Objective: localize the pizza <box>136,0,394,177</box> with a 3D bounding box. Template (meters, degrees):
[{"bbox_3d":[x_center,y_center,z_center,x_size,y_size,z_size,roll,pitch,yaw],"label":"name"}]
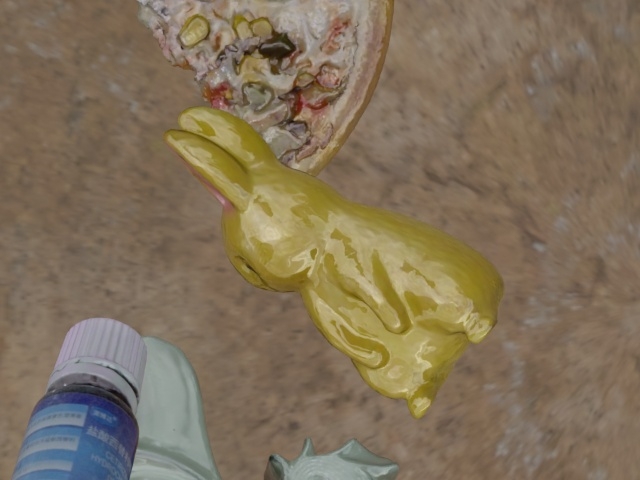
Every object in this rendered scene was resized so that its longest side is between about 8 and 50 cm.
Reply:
[{"bbox_3d":[-0.051,-0.144,1.230,0.195,0.052,0.185,23,93,7],"label":"pizza"}]

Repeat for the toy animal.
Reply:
[{"bbox_3d":[0.000,0.000,0.715,0.159,0.083,0.070,33,114,-3],"label":"toy animal"}]

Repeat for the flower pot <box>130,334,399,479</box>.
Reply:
[{"bbox_3d":[-0.103,0.281,1.716,0.367,0.164,0.254,27,66,5],"label":"flower pot"}]

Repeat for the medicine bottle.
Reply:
[{"bbox_3d":[-0.175,0.147,1.223,0.083,0.203,0.083,3,131,3],"label":"medicine bottle"}]
